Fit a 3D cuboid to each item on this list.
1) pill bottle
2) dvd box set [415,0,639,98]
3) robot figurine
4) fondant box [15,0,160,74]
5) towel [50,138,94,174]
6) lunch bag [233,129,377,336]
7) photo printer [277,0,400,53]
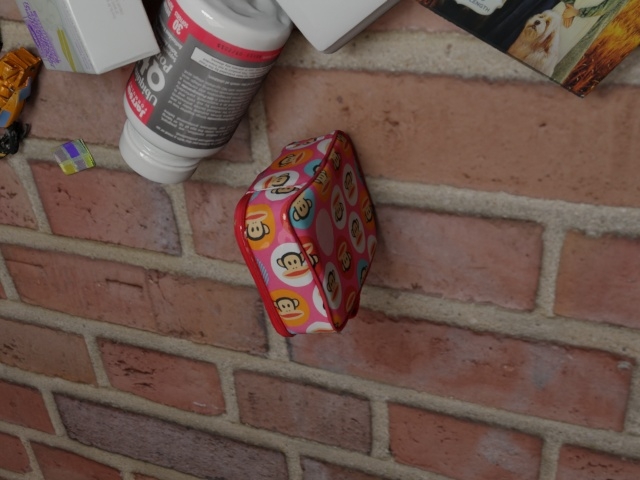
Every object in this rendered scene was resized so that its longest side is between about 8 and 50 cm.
[{"bbox_3d":[-0.186,-0.235,1.069,0.176,0.176,0.318,37,128,-2],"label":"pill bottle"},{"bbox_3d":[0.314,-0.374,0.755,0.307,0.062,0.420,23,132,-22],"label":"dvd box set"},{"bbox_3d":[-0.622,-0.267,1.305,0.211,0.085,0.291,42,128,-4],"label":"robot figurine"},{"bbox_3d":[-0.359,-0.362,1.008,0.330,0.096,0.238,24,137,57],"label":"fondant box"},{"bbox_3d":[-0.465,-0.156,1.354,0.083,0.009,0.060,-10,115,30],"label":"towel"},{"bbox_3d":[0.000,0.000,1.068,0.120,0.293,0.258,-11,116,24],"label":"lunch bag"},{"bbox_3d":[0.046,-0.417,0.890,0.307,0.107,0.256,-29,106,36],"label":"photo printer"}]
